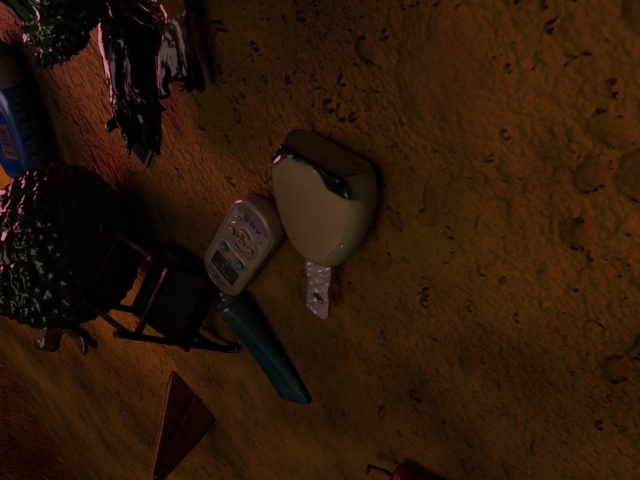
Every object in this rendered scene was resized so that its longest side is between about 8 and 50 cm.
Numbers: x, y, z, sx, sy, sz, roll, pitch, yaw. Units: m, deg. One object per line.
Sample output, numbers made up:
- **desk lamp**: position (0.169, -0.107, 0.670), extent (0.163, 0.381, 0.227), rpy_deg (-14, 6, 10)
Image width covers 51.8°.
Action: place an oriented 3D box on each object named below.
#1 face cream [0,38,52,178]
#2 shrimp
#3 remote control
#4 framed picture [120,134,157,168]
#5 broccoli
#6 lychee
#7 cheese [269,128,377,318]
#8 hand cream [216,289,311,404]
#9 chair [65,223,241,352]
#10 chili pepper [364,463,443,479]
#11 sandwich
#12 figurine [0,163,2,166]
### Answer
- **face cream**: position (-0.558, -0.237, 1.169), extent (0.149, 0.083, 0.264), rpy_deg (28, 137, 31)
- **shrimp**: position (-0.200, -0.230, 0.782), extent (0.178, 0.075, 0.289), rpy_deg (20, 118, 41)
- **remote control**: position (-0.105, 0.008, 0.892), extent (0.078, 0.042, 0.221), rpy_deg (48, 146, 6)
- **framed picture**: position (-0.269, -0.153, 0.973), extent (0.066, 0.007, 0.089), rpy_deg (50, 145, 4)
- **broccoli**: position (-0.320, -0.294, 0.689), extent (0.194, 0.194, 0.219), rpy_deg (33, 113, 27)
- **lychee**: position (-0.431, 0.025, 1.094), extent (0.270, 0.270, 0.320), rpy_deg (48, 132, 9)
- **cheese**: position (0.000, 0.000, 0.754), extent (0.127, 0.054, 0.251), rpy_deg (32, 140, 27)
- **hand cream**: position (-0.092, 0.164, 1.016), extent (0.083, 0.048, 0.224), rpy_deg (-4, 122, 51)
- **chair**: position (-0.235, 0.089, 1.040), extent (0.154, 0.141, 0.260), rpy_deg (26, -179, 34)
- **chili pepper**: position (0.159, 0.349, 0.869), extent (0.268, 0.050, 0.059), rpy_deg (14, 114, 41)
- **sandwich**: position (-0.330, 0.398, 1.365), extent (0.144, 0.187, 0.117), rpy_deg (40, 143, 9)
- **figurine**: position (-0.658, -0.175, 1.370), extent (0.106, 0.047, 0.060), rpy_deg (33, 156, 21)
